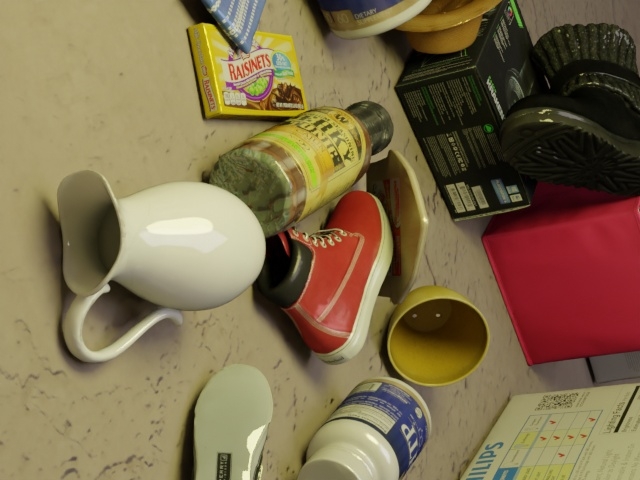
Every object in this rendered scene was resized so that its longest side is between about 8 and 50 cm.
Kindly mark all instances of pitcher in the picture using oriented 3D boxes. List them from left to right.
[{"bbox_3d":[-0.155,0.029,1.338,0.207,0.125,0.177,6,96,-50],"label":"pitcher"}]

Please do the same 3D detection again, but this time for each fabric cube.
[{"bbox_3d":[0.449,0.021,2.291,0.254,0.258,0.259,66,31,-21],"label":"fabric cube"}]

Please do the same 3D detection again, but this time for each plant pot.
[{"bbox_3d":[0.148,0.112,1.860,0.095,0.134,0.134,-102,168,-64],"label":"plant pot"}]

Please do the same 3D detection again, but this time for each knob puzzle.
[{"bbox_3d":[0.102,-0.017,1.742,0.030,0.213,0.213,0,77,-17],"label":"knob puzzle"}]

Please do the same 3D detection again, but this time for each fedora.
[{"bbox_3d":[0.175,-0.320,2.009,0.194,0.194,0.079,-62,149,-50],"label":"fedora"}]

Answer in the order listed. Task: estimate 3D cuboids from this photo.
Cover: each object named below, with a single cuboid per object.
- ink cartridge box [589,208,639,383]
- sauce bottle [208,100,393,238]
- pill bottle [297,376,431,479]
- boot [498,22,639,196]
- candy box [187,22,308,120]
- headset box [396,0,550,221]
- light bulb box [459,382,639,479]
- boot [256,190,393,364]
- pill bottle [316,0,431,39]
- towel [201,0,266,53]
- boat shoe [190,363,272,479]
[{"bbox_3d":[0.554,0.061,2.607,0.272,0.130,0.309,-48,121,-58],"label":"ink cartridge box"},{"bbox_3d":[-0.009,-0.097,1.646,0.344,0.111,0.111,-38,114,-61],"label":"sauce bottle"},{"bbox_3d":[0.048,0.244,1.620,0.187,0.112,0.112,-42,117,-58],"label":"pill bottle"},{"bbox_3d":[0.365,-0.214,2.067,0.348,0.131,0.260,14,55,-43],"label":"boot"},{"bbox_3d":[-0.081,-0.193,1.634,0.206,0.027,0.105,-8,84,-62],"label":"candy box"},{"bbox_3d":[0.248,-0.215,2.140,0.246,0.131,0.283,64,30,-26],"label":"headset box"},{"bbox_3d":[0.419,0.372,1.995,0.358,0.361,0.225,-41,118,-59],"label":"light bulb box"},{"bbox_3d":[0.000,0.000,1.658,0.176,0.088,0.244,49,39,-35],"label":"boot"},{"bbox_3d":[0.033,-0.403,1.787,0.264,0.153,0.153,63,32,-27],"label":"pill bottle"},{"bbox_3d":[-0.139,-0.405,1.567,0.336,0.040,0.243,54,35,-34],"label":"towel"},{"bbox_3d":[-0.096,0.228,1.414,0.070,0.078,0.219,100,-1,-51],"label":"boat shoe"}]
